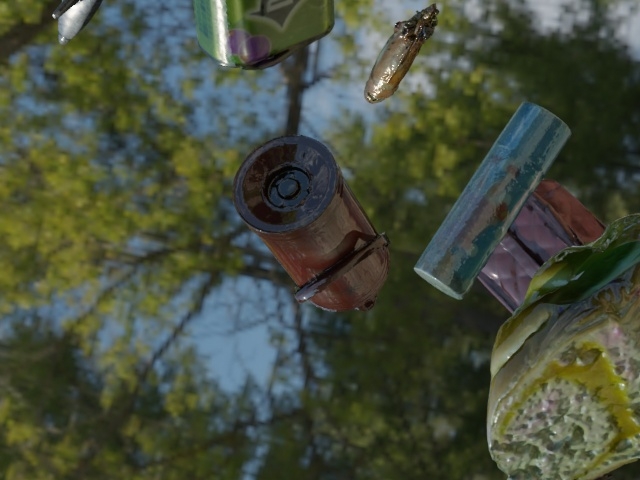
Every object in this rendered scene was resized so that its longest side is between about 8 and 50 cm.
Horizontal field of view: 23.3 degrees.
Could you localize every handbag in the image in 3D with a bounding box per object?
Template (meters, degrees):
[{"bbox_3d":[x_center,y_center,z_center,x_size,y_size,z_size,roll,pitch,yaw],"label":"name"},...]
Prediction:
[{"bbox_3d":[0.291,0.020,2.014,0.135,0.225,0.146,0,-48,-48],"label":"handbag"}]

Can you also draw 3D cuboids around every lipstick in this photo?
[{"bbox_3d":[0.133,-0.031,1.202,0.158,0.048,0.048,-56,-29,-6],"label":"lipstick"}]

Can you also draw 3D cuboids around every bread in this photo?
[{"bbox_3d":[0.214,0.064,1.155,0.260,0.156,0.158,-43,-59,-16],"label":"bread"}]

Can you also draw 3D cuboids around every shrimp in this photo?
[{"bbox_3d":[0.089,-0.219,1.770,0.184,0.043,0.091,134,157,-63],"label":"shrimp"}]

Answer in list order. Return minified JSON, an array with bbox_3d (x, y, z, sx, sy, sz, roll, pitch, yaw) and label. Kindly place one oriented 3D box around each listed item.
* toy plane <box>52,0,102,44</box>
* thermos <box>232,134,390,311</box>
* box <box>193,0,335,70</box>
[{"bbox_3d":[-0.110,-0.196,0.878,0.267,0.212,0.088,-53,3,37],"label":"toy plane"},{"bbox_3d":[0.003,-0.003,1.392,0.099,0.124,0.232,-33,-30,2],"label":"thermos"},{"bbox_3d":[-0.056,-0.318,1.333,0.134,0.097,0.346,-26,-44,-26],"label":"box"}]
